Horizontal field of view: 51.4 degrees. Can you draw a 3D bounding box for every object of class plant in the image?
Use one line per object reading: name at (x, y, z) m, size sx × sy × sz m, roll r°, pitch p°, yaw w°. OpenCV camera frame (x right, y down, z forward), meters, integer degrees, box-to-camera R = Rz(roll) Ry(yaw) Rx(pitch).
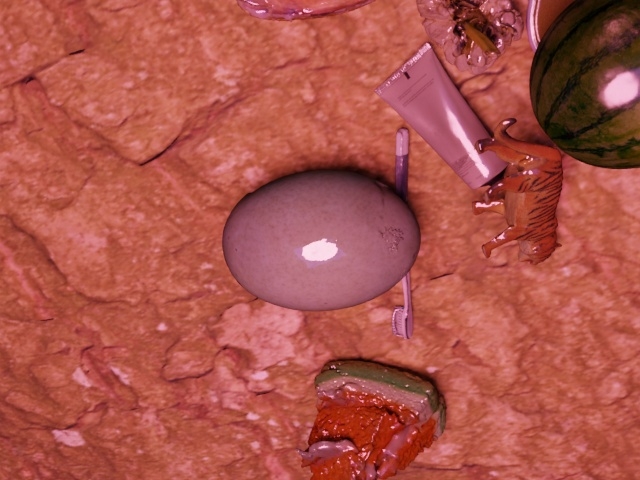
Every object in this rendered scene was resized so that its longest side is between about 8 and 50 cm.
plant at (0.157, -0.228, 0.710) m, size 0.117 × 0.122 × 0.104 m, roll 26°, pitch 124°, yaw -9°

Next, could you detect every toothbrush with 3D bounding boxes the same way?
toothbrush at (0.105, -0.002, 0.856) m, size 0.026 × 0.024 × 0.287 m, roll 6°, pitch 114°, yaw 22°

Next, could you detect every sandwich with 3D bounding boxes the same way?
sandwich at (0.068, 0.253, 0.891) m, size 0.185 × 0.159 × 0.109 m, roll 0°, pitch 130°, yaw 18°

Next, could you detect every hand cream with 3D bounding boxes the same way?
hand cream at (0.153, -0.133, 0.783) m, size 0.087 × 0.054 × 0.186 m, roll -38°, pitch 95°, yaw 34°

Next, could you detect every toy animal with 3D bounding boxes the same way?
toy animal at (0.227, -0.050, 0.755) m, size 0.099 × 0.056 × 0.241 m, roll -13°, pitch 138°, yaw 1°

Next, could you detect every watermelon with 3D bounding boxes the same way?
watermelon at (0.318, -0.173, 0.664) m, size 0.215 × 0.188 × 0.188 m, roll -40°, pitch 100°, yaw 20°

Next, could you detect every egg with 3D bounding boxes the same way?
egg at (0.000, 0.000, 0.794) m, size 0.237 × 0.169 × 0.169 m, roll -7°, pitch 110°, yaw 8°

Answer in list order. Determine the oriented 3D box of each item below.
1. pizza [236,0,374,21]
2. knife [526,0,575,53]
pizza at (0.036, -0.335, 0.702) m, size 0.306 × 0.085 × 0.161 m, roll -24°, pitch 122°, yaw 14°
knife at (0.260, -0.347, 0.692) m, size 0.061 × 0.027 × 0.342 m, roll 3°, pitch 112°, yaw 4°
